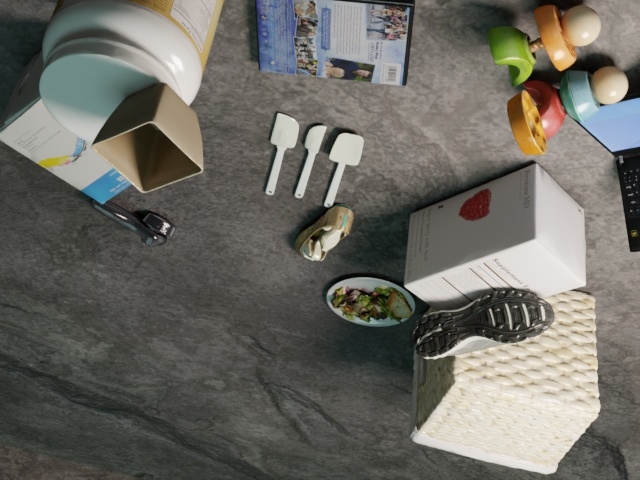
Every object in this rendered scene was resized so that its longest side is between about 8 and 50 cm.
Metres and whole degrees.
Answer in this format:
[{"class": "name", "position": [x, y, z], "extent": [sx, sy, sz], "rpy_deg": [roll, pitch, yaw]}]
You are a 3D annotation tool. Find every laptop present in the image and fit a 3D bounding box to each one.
[{"class": "laptop", "position": [0.552, -0.110, 1.682], "extent": [0.136, 0.264, 0.234], "rpy_deg": [-10, -179, -37]}]

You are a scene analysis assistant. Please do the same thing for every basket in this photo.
[{"class": "basket", "position": [0.381, 0.263, 2.146], "extent": [0.331, 0.328, 0.266], "rpy_deg": [14, 141, -5]}]

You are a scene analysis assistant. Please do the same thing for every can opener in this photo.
[{"class": "can opener", "position": [-0.398, -0.044, 2.143], "extent": [0.186, 0.073, 0.059], "rpy_deg": [27, 180, -18]}]

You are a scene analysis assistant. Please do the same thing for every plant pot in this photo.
[{"class": "plant pot", "position": [-0.222, -0.144, 1.364], "extent": [0.109, 0.096, 0.109], "rpy_deg": [-17, 137, 29]}]

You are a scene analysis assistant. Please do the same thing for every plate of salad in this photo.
[{"class": "plate of salad", "position": [0.111, 0.146, 2.280], "extent": [0.199, 0.048, 0.200], "rpy_deg": [6, 145, 4]}]

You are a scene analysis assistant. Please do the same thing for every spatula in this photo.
[{"class": "spatula", "position": [-0.019, -0.141, 1.936], "extent": [0.168, 0.019, 0.242], "rpy_deg": [12, 145, -5]}]

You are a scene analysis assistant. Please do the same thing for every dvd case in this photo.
[{"class": "dvd case", "position": [0.021, -0.332, 1.657], "extent": [0.253, 0.022, 0.180], "rpy_deg": [7, 144, 4]}]

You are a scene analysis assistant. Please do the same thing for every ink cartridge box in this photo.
[{"class": "ink cartridge box", "position": [-0.411, -0.216, 1.793], "extent": [0.232, 0.171, 0.168], "rpy_deg": [34, 138, -31]}]

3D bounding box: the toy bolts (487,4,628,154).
[{"class": "toy bolts", "position": [0.383, -0.232, 1.576], "extent": [0.158, 0.218, 0.228], "rpy_deg": [-18, 155, 25]}]

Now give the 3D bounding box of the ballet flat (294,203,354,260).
[{"class": "ballet flat", "position": [0.000, 0.000, 2.084], "extent": [0.073, 0.067, 0.206], "rpy_deg": [19, 144, -16]}]

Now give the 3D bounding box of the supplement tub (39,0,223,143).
[{"class": "supplement tub", "position": [-0.271, -0.312, 1.499], "extent": [0.228, 0.316, 0.228], "rpy_deg": [7, 145, 5]}]

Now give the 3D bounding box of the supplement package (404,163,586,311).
[{"class": "supplement package", "position": [0.327, 0.013, 1.927], "extent": [0.293, 0.178, 0.175], "rpy_deg": [-23, 135, 37]}]

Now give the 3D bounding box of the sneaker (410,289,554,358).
[{"class": "sneaker", "position": [0.307, 0.157, 1.920], "extent": [0.271, 0.100, 0.108], "rpy_deg": [-15, 166, 26]}]
